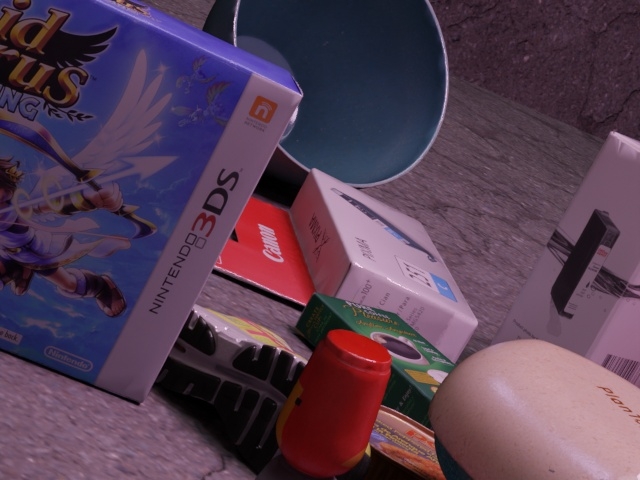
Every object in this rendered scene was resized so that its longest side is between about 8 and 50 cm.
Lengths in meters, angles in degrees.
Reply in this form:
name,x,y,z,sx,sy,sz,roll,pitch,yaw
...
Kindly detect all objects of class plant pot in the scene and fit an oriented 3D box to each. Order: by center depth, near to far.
name,x,y,z,sx,sy,sz,roll,pitch,yaw
plant pot,-0.029,-0.185,1.995,0.290,0.290,0.195,19,-20,-33

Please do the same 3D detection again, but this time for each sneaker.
name,x,y,z,sx,sy,sz,roll,pitch,yaw
sneaker,-0.033,0.103,1.245,0.208,0.081,0.094,36,13,32

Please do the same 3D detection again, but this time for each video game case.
name,x,y,z,sx,sy,sz,roll,pitch,yaw
video game case,-0.185,-0.051,1.160,0.270,0.244,0.061,23,14,-18

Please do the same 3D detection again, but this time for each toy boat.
name,x,y,z,sx,sy,sz,roll,pitch,yaw
toy boat,0.106,0.154,1.122,0.318,0.148,0.267,14,18,-25

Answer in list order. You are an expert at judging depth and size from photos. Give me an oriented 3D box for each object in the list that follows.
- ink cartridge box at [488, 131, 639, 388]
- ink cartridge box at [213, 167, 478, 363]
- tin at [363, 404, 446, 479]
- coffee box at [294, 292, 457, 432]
name,x,y,z,sx,sy,sz,roll,pitch,yaw
ink cartridge box,0.295,0.056,1.641,0.197,0.273,0.114,15,19,-44
ink cartridge box,0.000,0.000,1.716,0.261,0.066,0.296,25,14,-16
tin,0.090,0.180,1.298,0.190,0.040,0.106,30,18,9
coffee box,0.072,0.113,1.492,0.113,0.040,0.184,14,20,-46
